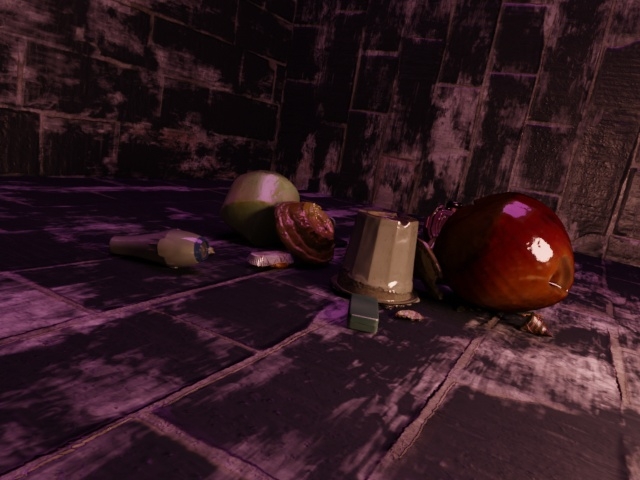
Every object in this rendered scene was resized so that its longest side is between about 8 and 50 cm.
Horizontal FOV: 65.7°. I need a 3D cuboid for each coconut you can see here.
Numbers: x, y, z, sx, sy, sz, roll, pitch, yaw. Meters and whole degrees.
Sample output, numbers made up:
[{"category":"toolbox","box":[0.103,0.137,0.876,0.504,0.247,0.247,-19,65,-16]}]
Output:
[{"category":"coconut","box":[-0.235,-0.118,1.957,0.329,0.328,0.281,5,-31,-25]}]

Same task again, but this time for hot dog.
[{"category":"hot dog","box":[-0.160,0.064,1.650,0.099,0.053,0.192,18,11,31]}]

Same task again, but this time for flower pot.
[{"category":"flower pot","box":[0.184,0.042,1.529,0.291,0.258,0.290,8,11,-2]}]

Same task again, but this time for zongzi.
[{"category":"zongzi","box":[0.633,0.254,1.443,0.083,0.067,0.073,35,9,21]}]

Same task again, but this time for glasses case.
[{"category":"glasses case","box":[0.111,0.188,1.302,0.078,0.039,0.184,11,11,3]}]

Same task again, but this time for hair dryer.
[{"category":"hair dryer","box":[-0.484,0.024,1.525,0.296,0.118,0.298,5,-4,-7]}]

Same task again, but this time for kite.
[{"category":"kite","box":[0.557,0.217,1.619,0.322,0.016,0.234,8,10,-15]}]

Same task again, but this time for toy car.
[{"category":"toy car","box":[0.675,-0.035,2.447,0.341,0.271,0.240,15,-8,10]}]

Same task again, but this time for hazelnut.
[{"category":"hazelnut","box":[0.546,0.046,1.527,0.403,0.401,0.429,7,1,-15]}]

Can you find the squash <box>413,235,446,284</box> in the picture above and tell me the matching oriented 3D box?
[{"category":"squash","box":[0.475,0.143,1.865,0.289,0.203,0.111,45,9,-6]}]

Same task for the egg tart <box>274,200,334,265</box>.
[{"category":"egg tart","box":[-0.035,-0.042,1.782,0.290,0.115,0.290,34,34,-28]}]

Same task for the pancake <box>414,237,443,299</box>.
[{"category":"pancake","box":[0.336,0.084,1.588,0.029,0.235,0.211,-23,53,-6]}]

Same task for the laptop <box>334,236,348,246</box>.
[{"category":"laptop","box":[0.000,0.000,2.159,0.154,0.026,0.207,21,16,40]}]

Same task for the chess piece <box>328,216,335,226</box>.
[{"category":"chess piece","box":[0.051,-0.087,2.551,0.067,0.067,0.103,12,3,11]}]

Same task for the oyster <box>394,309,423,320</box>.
[{"category":"oyster","box":[0.240,0.209,1.368,0.083,0.019,0.054,7,13,-25]}]
